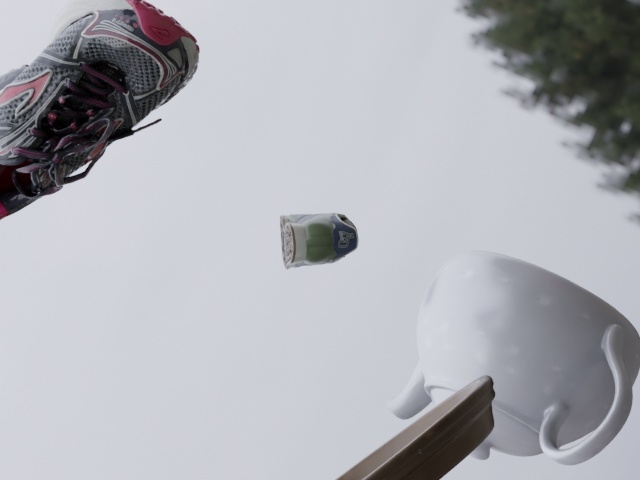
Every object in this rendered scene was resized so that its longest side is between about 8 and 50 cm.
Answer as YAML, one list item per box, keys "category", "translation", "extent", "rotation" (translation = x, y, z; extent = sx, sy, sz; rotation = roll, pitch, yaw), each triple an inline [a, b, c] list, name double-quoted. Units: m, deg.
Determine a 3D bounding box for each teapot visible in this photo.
- category: "teapot"
  translation: [0.200, 0.140, 2.026]
  extent: [0.187, 0.252, 0.256]
  rotation: [-63, -12, -14]

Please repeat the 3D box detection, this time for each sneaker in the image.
- category: "sneaker"
  translation: [0.000, 0.000, 2.287]
  extent: [0.192, 0.086, 0.064]
  rotation: [-159, 65, -85]
- category: "sneaker"
  translation: [-0.205, -0.103, 1.629]
  extent: [0.299, 0.121, 0.112]
  rotation: [-36, 27, 46]

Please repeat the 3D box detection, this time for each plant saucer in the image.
- category: "plant saucer"
  translation: [0.033, 0.203, 1.556]
  extent: [0.278, 0.041, 0.278]
  rotation: [-37, -4, -3]
